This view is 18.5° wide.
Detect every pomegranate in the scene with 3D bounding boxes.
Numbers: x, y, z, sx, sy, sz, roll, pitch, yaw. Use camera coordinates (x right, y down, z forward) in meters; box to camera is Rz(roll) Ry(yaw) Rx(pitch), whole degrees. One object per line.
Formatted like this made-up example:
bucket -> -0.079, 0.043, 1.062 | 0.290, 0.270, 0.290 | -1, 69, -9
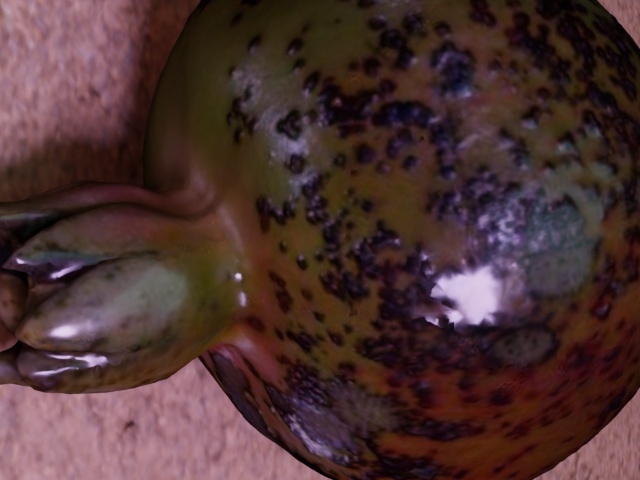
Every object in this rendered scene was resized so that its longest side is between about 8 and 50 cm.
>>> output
pomegranate -> 0.000, 0.000, 0.902 | 0.341, 0.285, 0.285 | -18, 103, -28
